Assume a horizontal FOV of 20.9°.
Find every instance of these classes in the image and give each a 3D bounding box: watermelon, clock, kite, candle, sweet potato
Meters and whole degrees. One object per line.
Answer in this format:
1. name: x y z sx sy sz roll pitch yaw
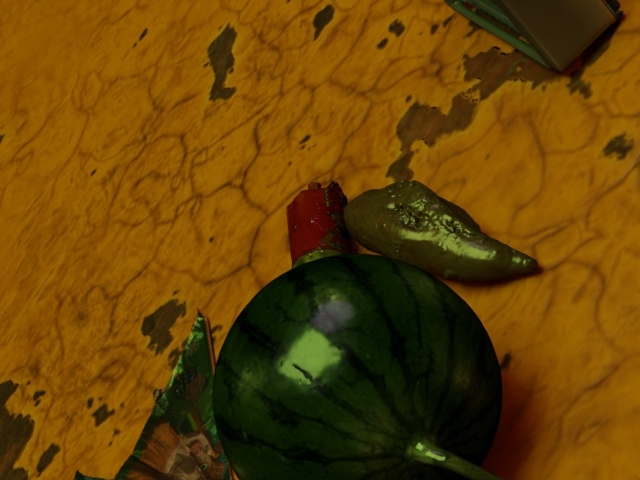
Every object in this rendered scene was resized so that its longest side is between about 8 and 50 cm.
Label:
1. watermelon: 0.027 0.105 1.121 0.188 0.188 0.214 -50 29 2
2. clock: 0.128 -0.221 1.330 0.073 0.144 0.193 -46 35 0
3. kite: -0.132 0.201 1.363 0.234 0.016 0.321 6 65 51
4. candle: 0.000 0.000 1.362 0.052 0.052 0.131 -33 37 25
5. sweet potato: 0.079 -0.006 1.273 0.206 0.060 0.068 24 113 44
